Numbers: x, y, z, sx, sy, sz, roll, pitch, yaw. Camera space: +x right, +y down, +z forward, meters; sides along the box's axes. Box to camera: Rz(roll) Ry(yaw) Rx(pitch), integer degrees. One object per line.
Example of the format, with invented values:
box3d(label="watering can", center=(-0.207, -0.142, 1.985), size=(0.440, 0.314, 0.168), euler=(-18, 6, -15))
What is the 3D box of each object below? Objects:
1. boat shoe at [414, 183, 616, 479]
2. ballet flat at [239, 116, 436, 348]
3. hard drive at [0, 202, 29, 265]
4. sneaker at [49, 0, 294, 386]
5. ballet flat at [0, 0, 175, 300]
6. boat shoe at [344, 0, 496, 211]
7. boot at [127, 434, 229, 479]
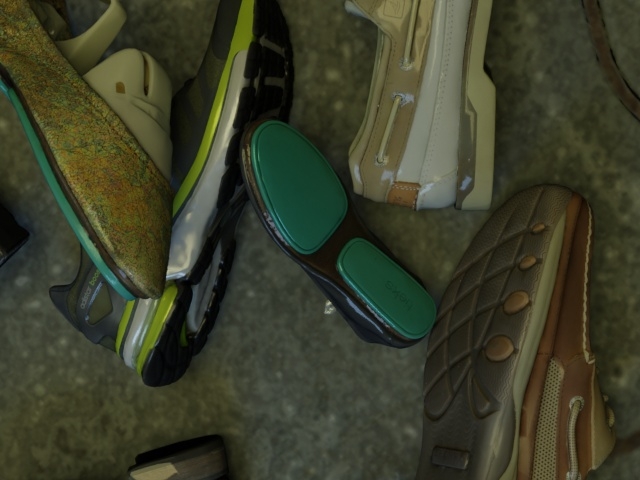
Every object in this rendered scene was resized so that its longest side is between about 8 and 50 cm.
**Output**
box3d(label="boat shoe", center=(0.143, 0.123, 1.114), size=(0.116, 0.123, 0.324), euler=(15, 88, -26))
box3d(label="ballet flat", center=(0.000, 0.000, 1.121), size=(0.074, 0.074, 0.203), euler=(-38, 108, 10))
box3d(label="hard drive", center=(-0.414, -0.042, 1.168), size=(0.339, 0.064, 0.237), euler=(45, 108, -6))
box3d(label="sneaker", center=(-0.111, -0.052, 1.134), size=(0.121, 0.111, 0.300), euler=(22, 93, 15))
box3d(label="ballet flat", center=(-0.167, -0.110, 1.077), size=(0.123, 0.123, 0.348), euler=(-44, 55, 10))
box3d(label="boat shoe", center=(0.068, -0.170, 1.090), size=(0.103, 0.113, 0.302), euler=(0, 96, 3))
box3d(label="boot", center=(-0.141, 0.284, 1.172), size=(0.263, 0.091, 0.229), euler=(-18, 91, 8))
